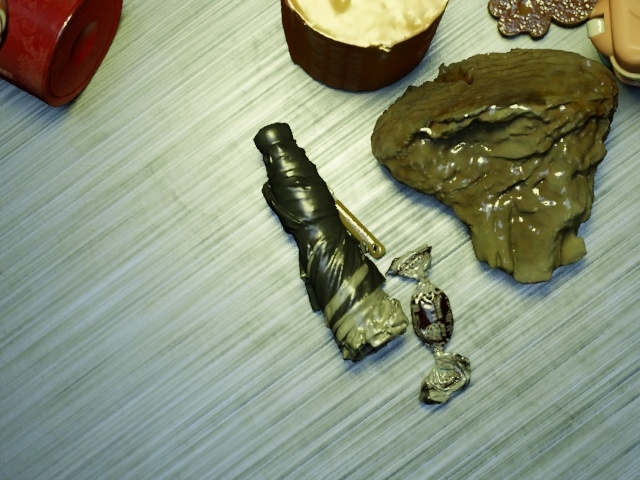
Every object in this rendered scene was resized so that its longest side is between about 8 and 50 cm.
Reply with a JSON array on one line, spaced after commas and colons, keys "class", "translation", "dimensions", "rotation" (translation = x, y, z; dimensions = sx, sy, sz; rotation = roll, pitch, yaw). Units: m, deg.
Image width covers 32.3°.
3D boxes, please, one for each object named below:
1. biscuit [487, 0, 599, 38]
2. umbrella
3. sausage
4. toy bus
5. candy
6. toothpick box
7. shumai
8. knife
[{"class": "biscuit", "translation": [0.330, -0.360, 1.614], "dimensions": [0.175, 0.026, 0.124], "rotation": [-25, 83, 0]}, {"class": "umbrella", "translation": [0.005, -0.002, 1.566], "dimensions": [0.113, 0.106, 0.358], "rotation": [-26, 86, -7]}, {"class": "sausage", "translation": [0.057, -0.338, 1.497], "dimensions": [0.233, 0.287, 0.233], "rotation": [0, 86, -2]}, {"class": "toy bus", "translation": [0.482, -0.288, 1.489], "dimensions": [0.232, 0.287, 0.194], "rotation": [-7, 89, 19]}, {"class": "candy", "translation": [0.154, 0.119, 1.573], "dimensions": [0.094, 0.051, 0.226], "rotation": [-12, 85, 5]}, {"class": "toothpick box", "translation": [-0.475, -0.354, 1.567], "dimensions": [0.333, 0.204, 0.204], "rotation": [29, 87, 5]}, {"class": "shumai", "translation": [0.265, -0.106, 1.557], "dimensions": [0.346, 0.217, 0.283], "rotation": [-19, 116, 11]}, {"class": "knife", "translation": [-0.004, -0.064, 1.610], "dimensions": [0.046, 0.022, 0.256], "rotation": [-45, 85, 5]}]
